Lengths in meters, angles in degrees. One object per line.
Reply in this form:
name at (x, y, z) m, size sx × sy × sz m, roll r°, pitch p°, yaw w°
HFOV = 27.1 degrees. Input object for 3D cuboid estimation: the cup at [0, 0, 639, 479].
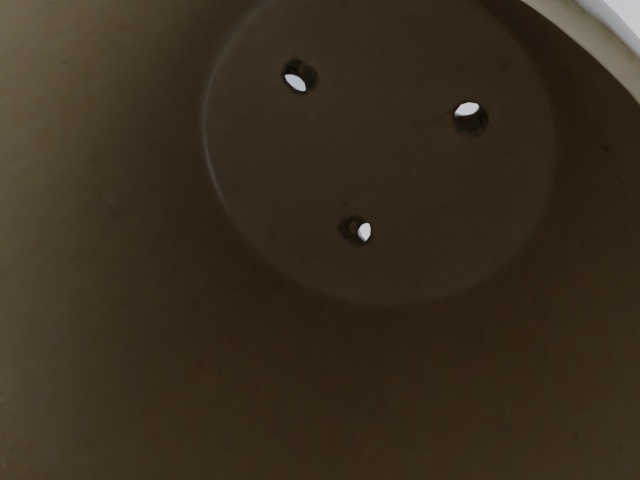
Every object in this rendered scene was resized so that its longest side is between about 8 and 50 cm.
cup at (0.000, 0.000, 0.516) m, size 0.331 × 0.331 × 0.237 m, roll -26°, pitch -162°, yaw 25°
